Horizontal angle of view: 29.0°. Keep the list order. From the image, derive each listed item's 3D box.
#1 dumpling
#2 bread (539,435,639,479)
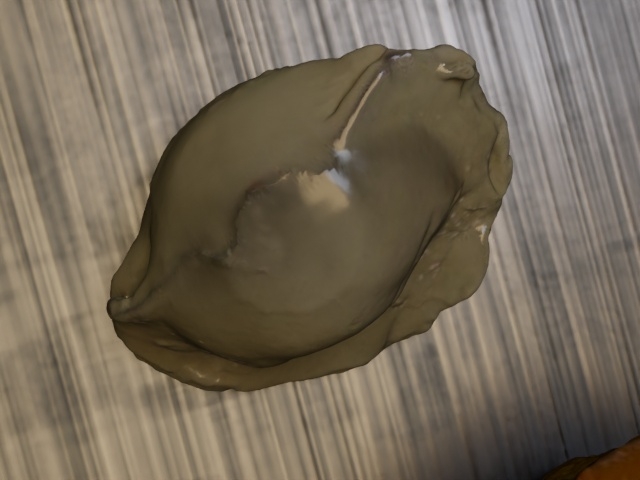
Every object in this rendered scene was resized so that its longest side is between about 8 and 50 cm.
[{"bbox_3d":[0.000,0.000,0.683,0.258,0.147,0.193,-37,131,16],"label":"dumpling"},{"bbox_3d":[0.186,0.276,0.674,0.337,0.204,0.358,44,87,-8],"label":"bread"}]
